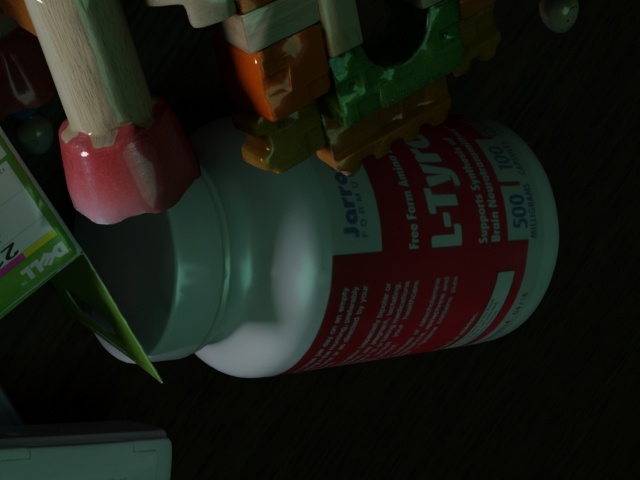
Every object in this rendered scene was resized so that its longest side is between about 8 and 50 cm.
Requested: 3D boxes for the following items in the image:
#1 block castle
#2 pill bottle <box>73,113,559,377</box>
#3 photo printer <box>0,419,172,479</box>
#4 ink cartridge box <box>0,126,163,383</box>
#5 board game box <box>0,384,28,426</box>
[{"bbox_3d":[-0.033,-0.194,0.914,0.453,0.303,0.213,-30,126,-22],"label":"block castle"},{"bbox_3d":[0.000,0.000,1.119,0.407,0.229,0.229,-5,120,-38],"label":"pill bottle"},{"bbox_3d":[-0.257,0.317,1.092,0.256,0.107,0.307,5,90,-46],"label":"photo printer"},{"bbox_3d":[-0.246,0.014,0.913,0.097,0.189,0.255,-40,123,-19],"label":"ink cartridge box"},{"bbox_3d":[-0.361,0.115,1.044,0.145,0.027,0.281,-36,135,-18],"label":"board game box"}]
